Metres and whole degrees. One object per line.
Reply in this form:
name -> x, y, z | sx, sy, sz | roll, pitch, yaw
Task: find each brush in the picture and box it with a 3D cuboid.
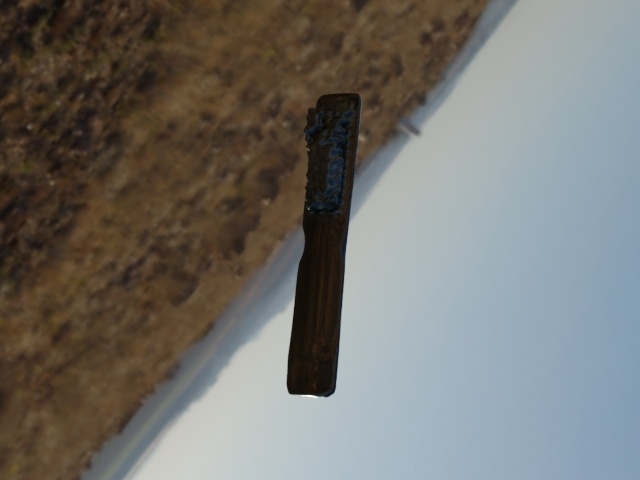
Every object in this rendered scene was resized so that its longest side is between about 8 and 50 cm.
brush -> 0.000, 0.000, 0.660 | 0.027, 0.034, 0.190 | 22, 72, -65
